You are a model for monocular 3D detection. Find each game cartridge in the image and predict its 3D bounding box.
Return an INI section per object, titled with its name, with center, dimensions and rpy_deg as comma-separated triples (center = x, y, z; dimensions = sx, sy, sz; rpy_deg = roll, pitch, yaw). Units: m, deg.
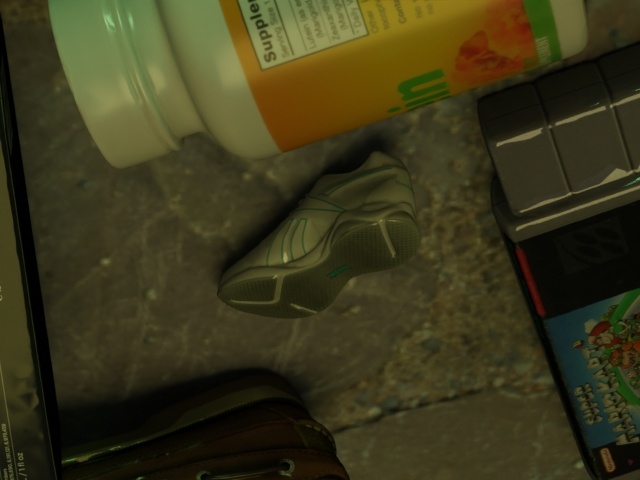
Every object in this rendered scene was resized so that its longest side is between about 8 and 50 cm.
[game cartridge]
center = 0.244, 0.028, 1.109
dimensions = 0.230, 0.068, 0.355
rpy_deg = -22, 128, 3

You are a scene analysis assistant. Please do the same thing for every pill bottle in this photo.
[pill bottle]
center = -0.003, -0.120, 0.902
dimensions = 0.246, 0.136, 0.136
rpy_deg = -18, 128, 6

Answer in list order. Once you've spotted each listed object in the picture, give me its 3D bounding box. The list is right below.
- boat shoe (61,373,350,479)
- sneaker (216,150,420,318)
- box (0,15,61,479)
[boat shoe]
center = -0.129, 0.186, 1.087
dimensions = 0.307, 0.104, 0.110
rpy_deg = -29, 132, -9
[sneaker]
center = 0.000, 0.000, 1.054
dimensions = 0.152, 0.061, 0.054
rpy_deg = -28, 137, 37
[box]
center = -0.244, 0.022, 0.966
dimensions = 0.184, 0.103, 0.261
rpy_deg = -7, 115, -7
